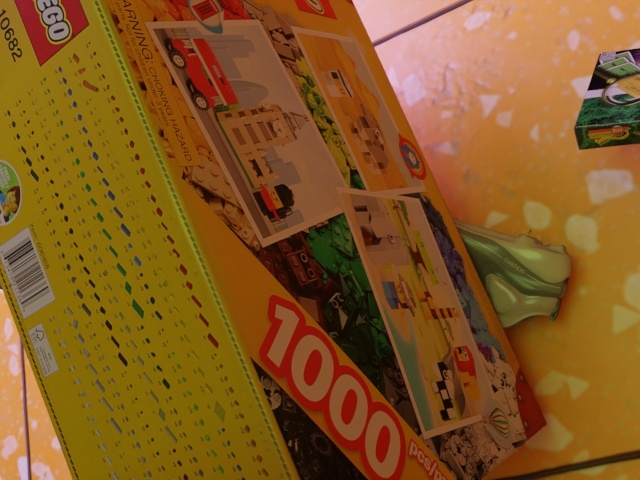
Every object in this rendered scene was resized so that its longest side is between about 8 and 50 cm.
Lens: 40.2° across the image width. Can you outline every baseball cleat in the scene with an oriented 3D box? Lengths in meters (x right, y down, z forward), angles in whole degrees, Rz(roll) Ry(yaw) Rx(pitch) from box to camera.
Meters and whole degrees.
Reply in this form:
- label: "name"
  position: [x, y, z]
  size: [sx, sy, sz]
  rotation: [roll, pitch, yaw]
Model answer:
- label: "baseball cleat"
  position: [0.138, 0.028, 0.857]
  size: [0.206, 0.072, 0.109]
  rotation: [16, 91, 36]

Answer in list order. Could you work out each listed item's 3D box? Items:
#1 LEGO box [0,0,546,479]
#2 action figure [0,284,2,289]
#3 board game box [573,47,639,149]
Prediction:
- label: "LEGO box"
  position: [-0.055, -0.003, 0.726]
  size: [0.193, 0.372, 0.500]
  rotation: [-29, 80, 31]
- label: "action figure"
  position: [-0.190, 0.046, 1.035]
  size: [0.341, 0.178, 0.330]
  rotation: [31, 104, 12]
- label: "board game box"
  position: [0.358, -0.135, 0.739]
  size: [0.260, 0.030, 0.136]
  rotation: [-3, 40, 31]
